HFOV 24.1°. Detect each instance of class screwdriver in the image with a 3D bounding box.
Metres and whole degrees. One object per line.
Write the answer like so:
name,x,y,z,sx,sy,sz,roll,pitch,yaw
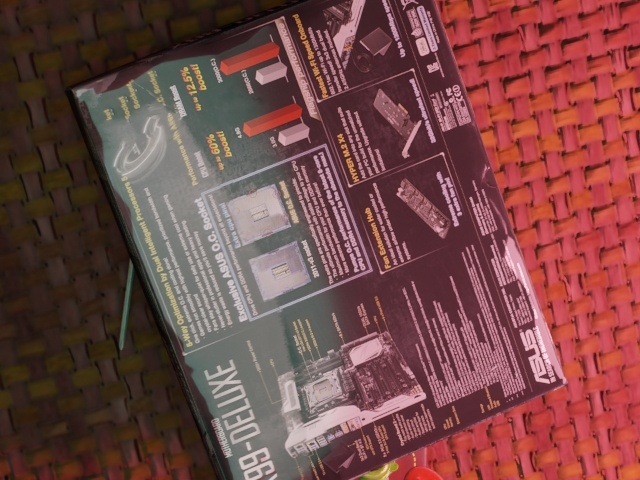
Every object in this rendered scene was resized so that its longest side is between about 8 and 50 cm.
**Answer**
screwdriver,-0.128,-0.008,1.016,0.025,0.024,0.170,7,98,-42

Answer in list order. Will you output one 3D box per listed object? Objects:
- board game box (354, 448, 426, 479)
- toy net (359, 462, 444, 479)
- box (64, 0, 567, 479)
board game box,0.005,0.175,1.082,0.145,0.027,0.281,-2,103,-11
toy net,0.079,0.241,1.033,0.232,0.045,0.122,38,64,10
box,0.000,0.000,0.991,0.242,0.076,0.307,-23,100,-11
